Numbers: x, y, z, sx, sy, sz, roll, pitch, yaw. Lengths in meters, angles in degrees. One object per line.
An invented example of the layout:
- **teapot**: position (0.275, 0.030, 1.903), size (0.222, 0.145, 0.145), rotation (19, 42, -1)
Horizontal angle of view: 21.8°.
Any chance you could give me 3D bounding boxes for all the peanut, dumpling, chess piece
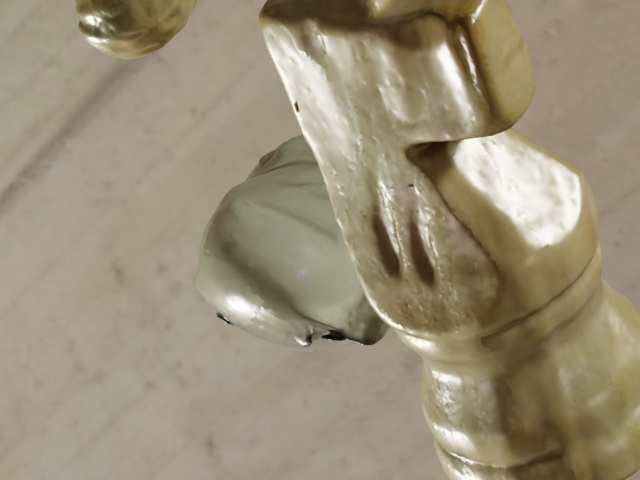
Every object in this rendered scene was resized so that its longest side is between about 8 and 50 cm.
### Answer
- **peanut**: position (-0.125, -0.294, 1.457), size (0.130, 0.130, 0.290), rotation (39, -83, 33)
- **dumpling**: position (0.001, 0.002, 1.611), size (0.243, 0.175, 0.227), rotation (27, -103, 16)
- **chess piece**: position (0.073, -0.006, 0.841), size (0.137, 0.301, 0.137), rotation (-21, -149, 13)
